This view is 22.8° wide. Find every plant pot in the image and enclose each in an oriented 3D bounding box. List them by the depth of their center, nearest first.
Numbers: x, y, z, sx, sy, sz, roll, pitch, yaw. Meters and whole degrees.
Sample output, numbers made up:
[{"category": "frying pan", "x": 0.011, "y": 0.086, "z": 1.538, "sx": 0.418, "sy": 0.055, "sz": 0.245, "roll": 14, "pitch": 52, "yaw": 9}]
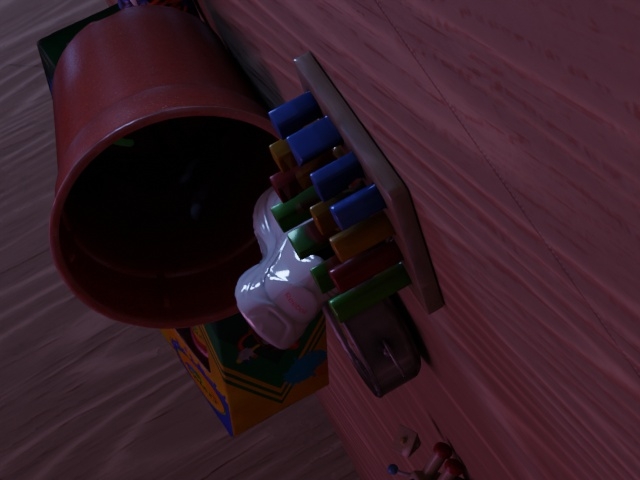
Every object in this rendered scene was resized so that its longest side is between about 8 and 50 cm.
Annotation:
[{"category": "plant pot", "x": -0.164, "y": -0.097, "z": 1.652, "sx": 0.265, "sy": 0.272, "sz": 0.272, "roll": -113, "pitch": -1, "yaw": -48}]

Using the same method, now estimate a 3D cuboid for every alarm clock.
[{"category": "alarm clock", "x": 0.051, "y": 0.086, "z": 1.498, "sx": 0.129, "sy": 0.064, "sz": 0.192, "roll": 63, "pitch": 177, "yaw": -19}]

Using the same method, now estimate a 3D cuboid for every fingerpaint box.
[{"category": "fingerpaint box", "x": -0.174, "y": -0.027, "z": 2.032, "sx": 0.445, "sy": 0.163, "sz": 0.371, "roll": 53, "pitch": 162, "yaw": 28}]

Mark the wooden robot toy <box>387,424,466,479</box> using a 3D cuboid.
[{"category": "wooden robot toy", "x": 0.145, "y": 0.272, "z": 1.732, "sx": 0.079, "sy": 0.076, "sz": 0.173, "roll": 17, "pitch": -151, "yaw": -42}]

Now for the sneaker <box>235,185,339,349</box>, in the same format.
[{"category": "sneaker", "x": 0.000, "y": 0.000, "z": 1.434, "sx": 0.090, "sy": 0.115, "sz": 0.232, "roll": 44, "pitch": -153, "yaw": -23}]

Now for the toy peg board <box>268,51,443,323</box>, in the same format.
[{"category": "toy peg board", "x": 0.010, "y": -0.027, "z": 1.206, "sx": 0.161, "sy": 0.079, "sz": 0.161, "roll": 56, "pitch": 173, "yaw": 36}]

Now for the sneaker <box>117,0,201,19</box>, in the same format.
[{"category": "sneaker", "x": -0.194, "y": -0.292, "z": 1.758, "sx": 0.221, "sy": 0.083, "sz": 0.087, "roll": 60, "pitch": 170, "yaw": -18}]
